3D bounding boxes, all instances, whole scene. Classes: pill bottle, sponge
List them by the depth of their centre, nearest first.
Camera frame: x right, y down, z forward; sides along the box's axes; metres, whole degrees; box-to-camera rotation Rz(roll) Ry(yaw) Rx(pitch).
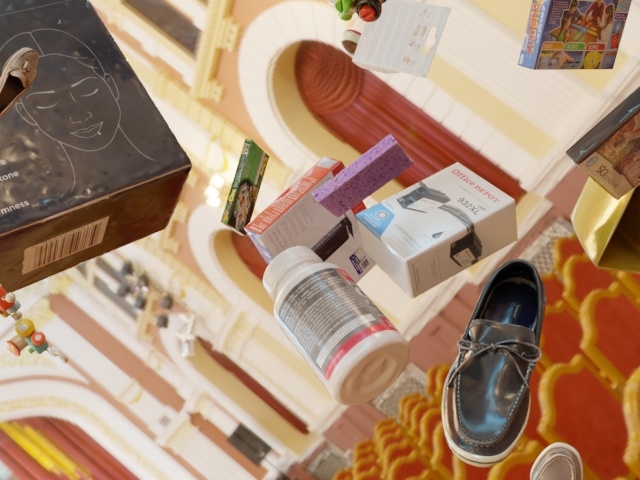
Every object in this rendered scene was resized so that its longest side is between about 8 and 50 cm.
[{"bbox_3d":[0.017,0.156,1.491,0.176,0.318,0.176,-24,-41,-22],"label":"pill bottle"},{"bbox_3d":[0.092,-0.134,1.609,0.210,0.031,0.117,-36,-28,12],"label":"sponge"}]

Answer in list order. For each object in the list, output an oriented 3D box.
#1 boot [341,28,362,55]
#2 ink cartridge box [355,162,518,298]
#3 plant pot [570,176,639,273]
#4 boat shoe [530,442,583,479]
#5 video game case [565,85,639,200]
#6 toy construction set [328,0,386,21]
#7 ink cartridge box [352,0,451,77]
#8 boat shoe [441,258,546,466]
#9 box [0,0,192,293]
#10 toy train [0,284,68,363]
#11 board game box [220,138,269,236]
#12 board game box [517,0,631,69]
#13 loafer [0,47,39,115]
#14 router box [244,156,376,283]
[{"bbox_3d":[0.165,-0.620,2.231,0.244,0.088,0.176,15,-91,-45],"label":"boot"},{"bbox_3d":[0.275,-0.032,1.784,0.307,0.223,0.129,-27,-50,-15],"label":"ink cartridge box"},{"bbox_3d":[0.709,-0.062,1.737,0.187,0.212,0.212,-118,41,-57],"label":"plant pot"},{"bbox_3d":[0.508,0.613,1.706,0.097,0.117,0.324,-30,-43,-61],"label":"boat shoe"},{"bbox_3d":[0.598,-0.204,1.356,0.275,0.035,0.248,-44,-36,20],"label":"video game case"},{"bbox_3d":[0.033,-0.510,1.340,0.327,0.215,0.151,105,-174,-72],"label":"toy construction set"},{"bbox_3d":[0.212,-0.518,1.933,0.066,0.232,0.189,11,-81,-61],"label":"ink cartridge box"},{"bbox_3d":[0.379,0.243,1.618,0.156,0.187,0.500,78,-148,-47],"label":"boat shoe"},{"bbox_3d":[-0.584,-0.187,1.437,0.480,0.471,0.297,-25,-13,-31],"label":"box"},{"bbox_3d":[-0.412,0.110,1.003,0.046,0.125,0.166,-43,-54,-24],"label":"toy train"},{"bbox_3d":[-0.219,-0.154,2.209,0.136,0.030,0.259,39,-116,-63],"label":"board game box"},{"bbox_3d":[0.395,-0.332,1.155,0.201,0.035,0.136,-9,-61,-35],"label":"board game box"},{"bbox_3d":[-0.439,-0.222,1.079,0.045,0.039,0.125,42,-110,-40],"label":"loafer"},{"bbox_3d":[0.000,0.000,2.013,0.301,0.082,0.335,-44,-54,-18],"label":"router box"}]
